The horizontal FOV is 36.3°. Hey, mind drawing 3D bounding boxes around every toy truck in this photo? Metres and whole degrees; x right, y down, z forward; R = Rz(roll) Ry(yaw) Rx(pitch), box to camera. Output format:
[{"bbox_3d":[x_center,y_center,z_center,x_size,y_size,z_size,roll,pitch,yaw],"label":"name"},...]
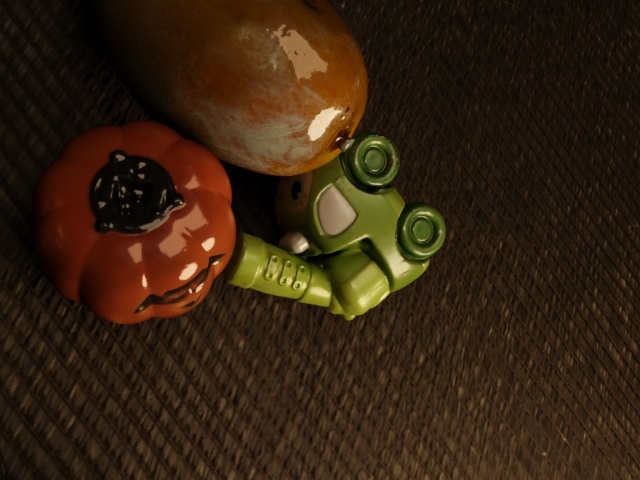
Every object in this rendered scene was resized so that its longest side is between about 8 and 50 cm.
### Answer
[{"bbox_3d":[0.019,0.001,1.042,0.187,0.148,0.210,37,74,-19],"label":"toy truck"}]

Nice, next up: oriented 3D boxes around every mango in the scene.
[{"bbox_3d":[-0.111,-0.206,0.965,0.199,0.221,0.384,-43,69,-5],"label":"mango"}]

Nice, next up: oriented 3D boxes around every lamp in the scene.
[{"bbox_3d":[-0.171,-0.014,0.904,0.188,0.164,0.187,2,72,-7],"label":"lamp"}]

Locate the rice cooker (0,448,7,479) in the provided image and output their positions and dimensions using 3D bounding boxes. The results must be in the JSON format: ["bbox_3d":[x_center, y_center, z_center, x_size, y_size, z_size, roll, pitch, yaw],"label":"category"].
[{"bbox_3d":[-0.336,0.180,0.719,0.203,0.142,0.118,9,53,-31],"label":"rice cooker"}]
